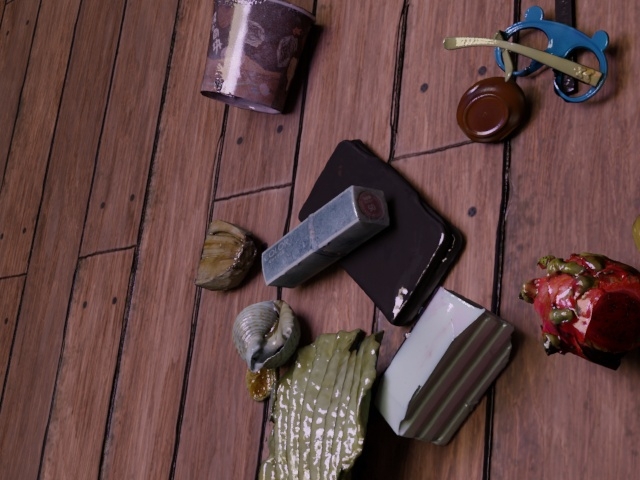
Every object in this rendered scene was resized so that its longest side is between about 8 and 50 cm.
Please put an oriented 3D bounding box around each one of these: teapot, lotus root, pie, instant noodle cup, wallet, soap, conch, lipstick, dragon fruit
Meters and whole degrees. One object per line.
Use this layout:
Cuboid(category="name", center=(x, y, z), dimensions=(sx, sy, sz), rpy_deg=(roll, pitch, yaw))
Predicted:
Cuboid(category="teapot", center=(0.271, -0.208, 1.600), dimensions=(0.098, 0.078, 0.129), rpy_deg=(49, 126, -1))
Cuboid(category="lotus root", center=(-0.172, 0.034, 1.967), dimensions=(0.144, 0.070, 0.143), rpy_deg=(0, 68, 51))
Cuboid(category="pie", center=(-0.109, 0.254, 1.845), dimensions=(0.084, 0.020, 0.084), rpy_deg=(-20, 61, 40))
Cuboid(category="instant noodle cup", center=(-0.135, -0.371, 1.999), dimensions=(0.217, 0.217, 0.207), rpy_deg=(15, 92, 48))
Cuboid(category="wallet", center=(0.089, -0.030, 1.732), dimensions=(0.197, 0.051, 0.377), rpy_deg=(-59, 42, 15))
Cuboid(category="soap", center=(0.182, 0.181, 1.474), dimensions=(0.230, 0.145, 0.091), rpy_deg=(-57, 42, 13))
Cuboid(category="conch", center=(-0.089, 0.173, 1.797), dimensions=(0.135, 0.102, 0.153), rpy_deg=(-38, 47, 17))
Cuboid(category="lipstick", center=(0.000, 0.000, 1.730), dimensions=(0.290, 0.076, 0.077), rpy_deg=(-34, 57, 45))
Cuboid(category="dragon fruit", center=(0.348, 0.089, 1.332), dimensions=(0.172, 0.167, 0.160), rpy_deg=(-162, 49, -78))

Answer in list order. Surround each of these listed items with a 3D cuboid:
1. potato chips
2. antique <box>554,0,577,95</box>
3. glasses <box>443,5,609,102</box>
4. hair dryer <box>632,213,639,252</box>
Cuboid(category="potato chips", center=(0.007, 0.326, 1.612), dimensions=(0.373, 0.097, 0.389), rpy_deg=(174, 109, -70))
Cuboid(category="antique", center=(0.383, -0.315, 1.564), dimensions=(0.031, 0.015, 0.192), rpy_deg=(-17, 63, 43))
Cuboid(category="glasses", center=(0.298, -0.269, 1.520), dimensions=(0.239, 0.207, 0.102), rpy_deg=(44, 145, 51))
Cuboid(category="hair dryer", center=(0.498, 0.063, 1.246), dimensions=(0.135, 0.090, 0.278), rpy_deg=(-32, 59, 33))
